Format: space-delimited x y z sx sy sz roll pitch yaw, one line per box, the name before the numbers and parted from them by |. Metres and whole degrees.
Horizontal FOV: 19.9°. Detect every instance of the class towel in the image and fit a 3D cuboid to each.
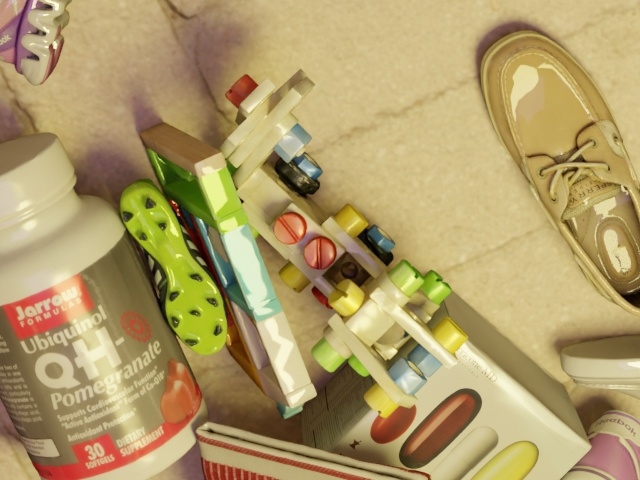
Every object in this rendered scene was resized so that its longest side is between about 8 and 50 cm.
towel | 0.008 0.309 1.781 0.237 0.037 0.329 11 136 19

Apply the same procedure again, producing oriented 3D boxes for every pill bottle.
pill bottle | -0.242 0.067 1.716 0.176 0.176 0.319 -22 109 3

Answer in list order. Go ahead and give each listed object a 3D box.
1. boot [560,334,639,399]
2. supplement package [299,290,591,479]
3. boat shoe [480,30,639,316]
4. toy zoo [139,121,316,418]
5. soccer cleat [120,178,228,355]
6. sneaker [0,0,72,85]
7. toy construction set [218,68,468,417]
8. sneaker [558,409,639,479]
boot | 0.367 0.163 1.837 0.258 0.095 0.123 0 102 -6
supplement package | 0.119 0.186 1.799 0.194 0.149 0.203 40 102 -15
boat shoe | 0.251 -0.062 1.752 0.109 0.098 0.302 -27 108 5
toy zoo | -0.080 0.039 1.712 0.030 0.192 0.293 -25 110 -14
soccer cleat | -0.132 0.022 1.709 0.060 0.072 0.179 -22 105 9
sneaker | -0.269 -0.262 1.653 0.104 0.095 0.236 16 108 -2
toy construction set | 0.000 0.000 1.678 0.151 0.215 0.328 -31 93 10
sneaker | 0.296 0.297 1.864 0.102 0.161 0.282 15 131 18
